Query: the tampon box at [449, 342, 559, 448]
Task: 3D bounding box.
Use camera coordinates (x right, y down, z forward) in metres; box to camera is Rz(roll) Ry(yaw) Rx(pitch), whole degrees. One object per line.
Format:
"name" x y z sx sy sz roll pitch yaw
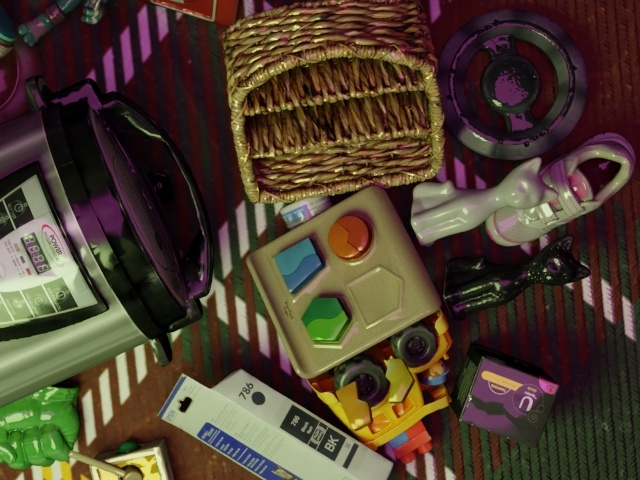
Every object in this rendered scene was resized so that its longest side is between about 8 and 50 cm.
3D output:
"tampon box" 0.267 0.225 1.891 0.120 0.161 0.102 20 93 -1

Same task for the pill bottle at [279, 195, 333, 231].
"pill bottle" 0.000 0.000 1.921 0.078 0.078 0.137 -24 92 1

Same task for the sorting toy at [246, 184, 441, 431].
"sorting toy" 0.048 0.096 1.810 0.229 0.041 0.307 -28 69 6

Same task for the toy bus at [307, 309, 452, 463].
"toy bus" 0.120 0.216 1.909 0.220 0.149 0.211 -34 106 -1

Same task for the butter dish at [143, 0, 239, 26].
"butter dish" -0.184 -0.407 1.881 0.159 0.160 0.118 16 70 -1

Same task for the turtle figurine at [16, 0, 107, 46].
"turtle figurine" -0.350 -0.385 1.884 0.234 0.118 0.175 -23 75 18

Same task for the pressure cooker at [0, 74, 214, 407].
"pressure cooker" -0.367 -0.004 1.781 0.420 0.370 0.376 -23 54 -1

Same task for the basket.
"basket" 0.021 -0.201 1.816 0.299 0.213 0.223 -7 71 0

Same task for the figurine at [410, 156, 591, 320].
"figurine" 0.260 -0.007 1.861 0.209 0.092 0.215 -17 112 22

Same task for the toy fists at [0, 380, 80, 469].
"toy fists" -0.501 0.265 1.928 0.279 0.096 0.142 11 93 -2

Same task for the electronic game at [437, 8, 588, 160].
"electronic game" 0.285 -0.233 1.923 0.229 0.048 0.229 0 86 4

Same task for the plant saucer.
"plant saucer" -0.519 -0.254 1.931 0.198 0.036 0.199 0 92 0

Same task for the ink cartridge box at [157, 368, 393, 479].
"ink cartridge box" -0.070 0.293 1.895 0.332 0.165 0.065 32 54 -3

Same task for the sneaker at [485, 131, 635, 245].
"sneaker" 0.355 -0.077 1.898 0.252 0.111 0.103 -34 92 5

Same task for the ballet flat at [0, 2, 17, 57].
"ballet flat" -0.553 -0.392 1.879 0.106 0.107 0.316 -31 75 22

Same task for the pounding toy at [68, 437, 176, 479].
"pounding toy" -0.292 0.358 1.929 0.130 0.100 0.141 -14 93 0
